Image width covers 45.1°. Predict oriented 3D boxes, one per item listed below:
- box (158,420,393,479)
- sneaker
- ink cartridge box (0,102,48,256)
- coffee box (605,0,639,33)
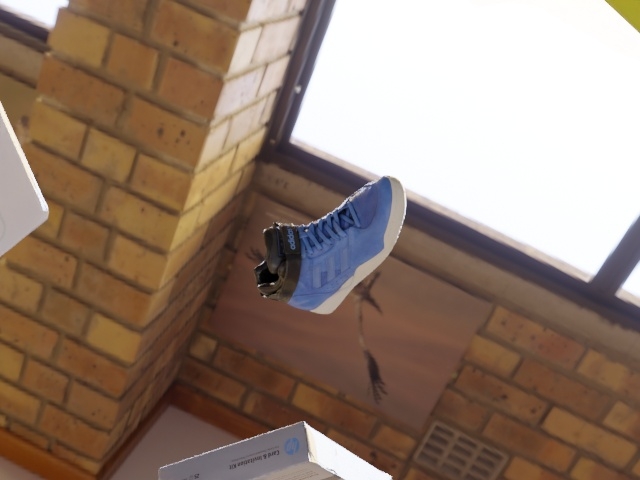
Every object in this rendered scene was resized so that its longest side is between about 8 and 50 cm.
[{"bbox_3d":[-0.032,0.226,0.695,0.186,0.145,0.038,46,-152,-51],"label":"box"},{"bbox_3d":[0.000,0.001,0.625,0.084,0.152,0.058,13,-136,-28],"label":"sneaker"},{"bbox_3d":[-0.310,-0.009,0.227,0.151,0.270,0.395,17,-133,25],"label":"ink cartridge box"},{"bbox_3d":[0.377,-0.156,0.270,0.334,0.338,0.338,-31,-107,-33],"label":"coffee box"}]
